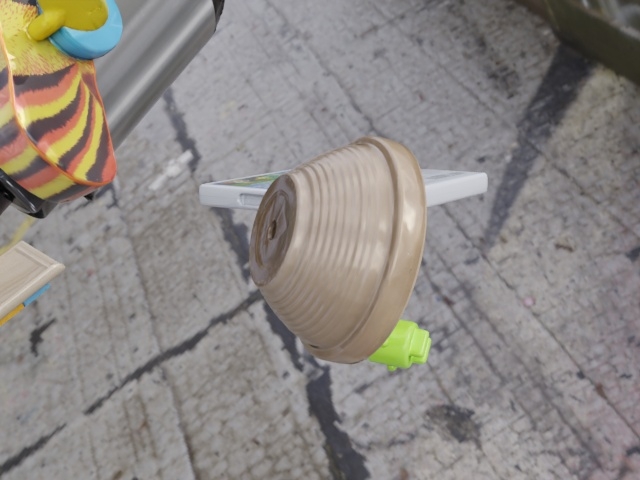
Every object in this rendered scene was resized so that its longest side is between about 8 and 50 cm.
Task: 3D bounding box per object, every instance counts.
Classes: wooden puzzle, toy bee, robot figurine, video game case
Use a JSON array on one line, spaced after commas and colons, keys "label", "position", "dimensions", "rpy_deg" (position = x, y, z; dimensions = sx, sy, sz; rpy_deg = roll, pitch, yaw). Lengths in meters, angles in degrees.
[{"label": "wooden puzzle", "position": [-0.531, 0.095, 1.502], "dimensions": [0.221, 0.044, 0.238], "rpy_deg": [-41, 27, -21]}, {"label": "toy bee", "position": [-0.257, -0.180, 0.750], "dimensions": [0.195, 0.162, 0.298], "rpy_deg": [-43, 57, 29]}, {"label": "robot figurine", "position": [0.095, 0.142, 1.315], "dimensions": [0.115, 0.101, 0.067], "rpy_deg": [9, 66, 19]}, {"label": "video game case", "position": [0.040, -0.076, 1.378], "dimensions": [0.300, 0.036, 0.329], "rpy_deg": [7, 13, 35]}]

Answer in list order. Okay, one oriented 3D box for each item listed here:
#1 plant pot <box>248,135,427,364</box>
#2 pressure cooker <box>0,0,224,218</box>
[{"label": "plant pot", "position": [0.000, 0.000, 0.944], "dimensions": [0.237, 0.109, 0.237], "rpy_deg": [-42, 40, 51]}, {"label": "pressure cooker", "position": [-0.352, -0.223, 1.023], "dimensions": [0.420, 0.375, 0.370], "rpy_deg": [-53, 20, -16]}]
